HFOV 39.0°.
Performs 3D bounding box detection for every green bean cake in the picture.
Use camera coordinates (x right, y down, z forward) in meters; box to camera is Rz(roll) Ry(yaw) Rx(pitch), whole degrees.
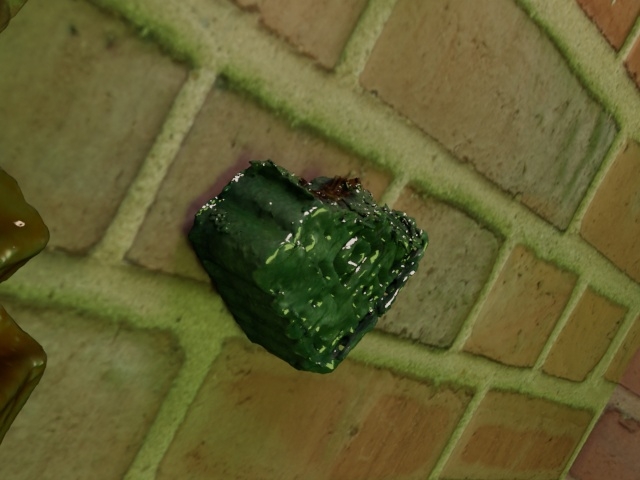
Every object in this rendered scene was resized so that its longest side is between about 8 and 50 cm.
[{"bbox_3d":[0.000,0.000,0.816,0.193,0.107,0.208,-46,142,-17],"label":"green bean cake"}]

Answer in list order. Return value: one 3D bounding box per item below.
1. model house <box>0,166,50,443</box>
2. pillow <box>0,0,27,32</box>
[{"bbox_3d":[-0.239,0.068,0.501,0.268,0.173,0.239,-60,146,-1],"label":"model house"},{"bbox_3d":[-0.192,-0.188,0.387,0.223,0.084,0.236,60,41,-29],"label":"pillow"}]
